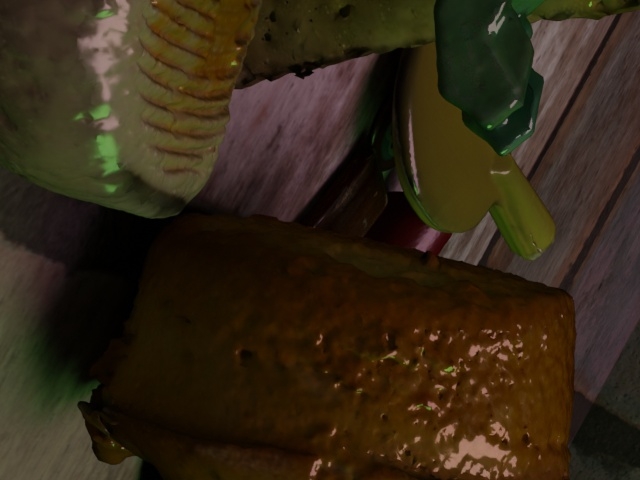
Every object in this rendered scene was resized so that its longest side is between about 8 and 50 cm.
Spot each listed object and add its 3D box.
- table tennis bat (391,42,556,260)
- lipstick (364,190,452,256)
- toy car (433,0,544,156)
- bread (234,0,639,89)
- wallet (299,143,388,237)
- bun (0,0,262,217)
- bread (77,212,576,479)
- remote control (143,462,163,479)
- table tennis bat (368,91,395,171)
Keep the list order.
[{"bbox_3d":[0.155,-0.089,1.384,0.369,0.054,0.224,47,55,-51],"label":"table tennis bat"},{"bbox_3d":[0.037,0.067,1.379,0.241,0.080,0.080,-57,157,-10],"label":"lipstick"},{"bbox_3d":[0.038,-0.235,0.716,0.176,0.359,0.213,-40,173,8],"label":"toy car"},{"bbox_3d":[0.101,-0.176,0.971,0.248,0.315,0.279,-31,153,-47],"label":"bread"},{"bbox_3d":[0.000,0.000,1.294,0.176,0.026,0.095,-53,150,-22],"label":"wallet"},{"bbox_3d":[-0.124,-0.120,0.749,0.244,0.153,0.244,10,90,-78],"label":"bun"},{"bbox_3d":[0.011,0.092,1.044,0.337,0.358,0.204,123,-24,-88],"label":"bread"},{"bbox_3d":[-0.133,0.238,1.267,0.072,0.042,0.222,-34,146,-47],"label":"remote control"},{"bbox_3d":[0.092,-0.126,1.355,0.154,0.019,0.098,-44,151,-28],"label":"table tennis bat"}]
